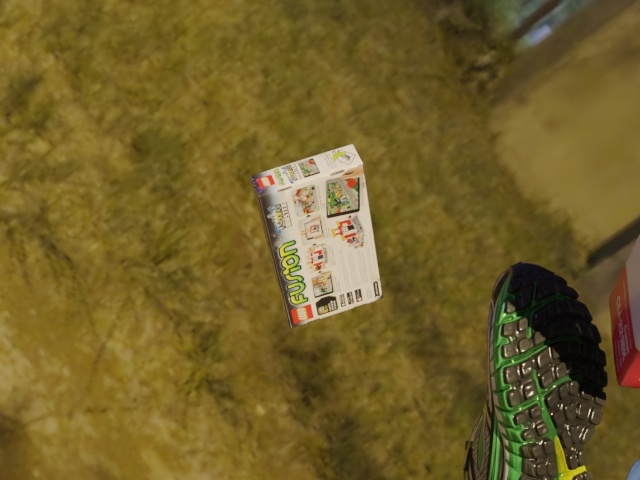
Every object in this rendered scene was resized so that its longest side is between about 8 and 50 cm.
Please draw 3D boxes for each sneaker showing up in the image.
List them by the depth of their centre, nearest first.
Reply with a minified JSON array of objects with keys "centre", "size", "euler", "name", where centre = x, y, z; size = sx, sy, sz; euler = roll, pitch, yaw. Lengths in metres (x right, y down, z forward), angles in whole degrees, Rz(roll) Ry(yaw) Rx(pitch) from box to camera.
[{"centre":[0.197,0.193,1.128],"size":[0.134,0.344,0.146],"euler":[3,-2,-31],"name":"sneaker"}]

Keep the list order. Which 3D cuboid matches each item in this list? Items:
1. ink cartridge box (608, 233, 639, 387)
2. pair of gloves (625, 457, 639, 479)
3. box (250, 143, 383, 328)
[{"centre":[0.394,0.025,0.977],"size":[0.273,0.197,0.114],"euler":[98,0,-49],"name":"ink cartridge box"},{"centre":[0.456,0.401,1.552],"size":[0.023,0.159,0.198],"euler":[19,-50,61],"name":"pair of gloves"},{"centre":[0.000,0.000,1.181],"size":[0.036,0.114,0.207],"euler":[-114,-170,-45],"name":"box"}]
